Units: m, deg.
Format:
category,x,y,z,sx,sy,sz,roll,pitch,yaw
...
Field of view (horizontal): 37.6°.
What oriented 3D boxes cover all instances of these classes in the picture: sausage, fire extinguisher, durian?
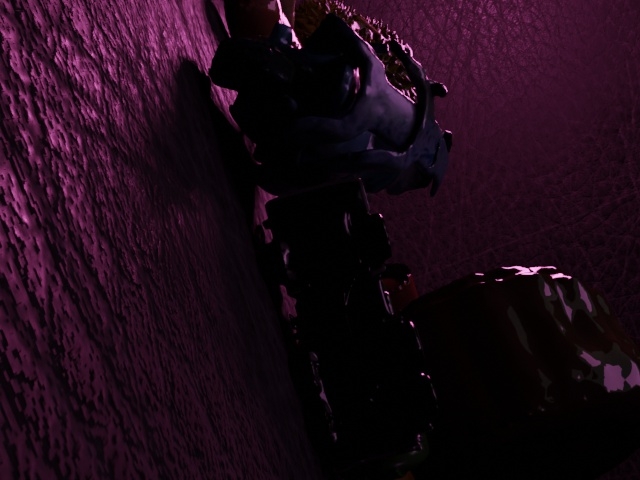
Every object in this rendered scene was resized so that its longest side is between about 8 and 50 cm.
category,x,y,z,sx,sy,sz,roll,pitch,yaw
sausage,-0.049,-0.211,1.116,0.304,0.078,0.078,53,19,-73
fire extinguisher,0.169,0.199,1.592,0.106,0.147,0.337,-93,163,-65
durian,0.055,-0.294,1.657,0.291,0.224,0.291,-19,90,-79

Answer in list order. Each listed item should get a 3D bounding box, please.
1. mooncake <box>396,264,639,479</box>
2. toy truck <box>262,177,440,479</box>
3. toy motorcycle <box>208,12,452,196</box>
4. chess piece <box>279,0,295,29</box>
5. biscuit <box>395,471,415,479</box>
category,x,y,z,sx,sy,sz,roll,pitch,yaw
mooncake,0.194,0.171,1.029,0.324,0.323,0.187,64,7,-56
toy truck,0.026,0.078,0.773,0.125,0.101,0.243,69,6,-80
toy motorcycle,0.014,-0.102,0.837,0.260,0.206,0.154,52,57,-76
chess piece,-0.078,-0.431,1.443,0.301,0.137,0.137,85,-6,-46
biscuit,0.104,0.320,0.742,0.237,0.062,0.291,55,9,-13
